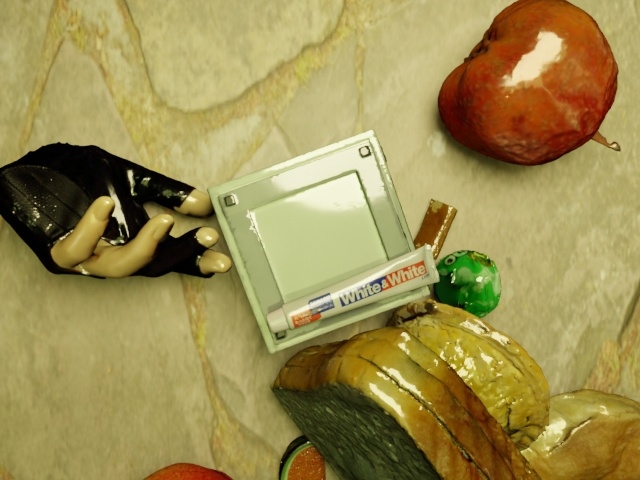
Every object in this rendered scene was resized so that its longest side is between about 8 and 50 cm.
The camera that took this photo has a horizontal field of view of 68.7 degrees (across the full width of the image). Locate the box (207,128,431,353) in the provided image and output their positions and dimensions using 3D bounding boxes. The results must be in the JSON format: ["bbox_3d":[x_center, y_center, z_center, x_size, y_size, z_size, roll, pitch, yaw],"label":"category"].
[{"bbox_3d":[0.000,0.000,0.635,0.225,0.117,0.224,-21,93,-2],"label":"box"}]

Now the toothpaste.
[{"bbox_3d":[0.041,0.062,0.570,0.218,0.033,0.052,-20,99,-8],"label":"toothpaste"}]

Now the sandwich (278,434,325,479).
[{"bbox_3d":[-0.027,0.336,0.694,0.070,0.026,0.101,0,95,-7],"label":"sandwich"}]

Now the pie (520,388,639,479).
[{"bbox_3d":[0.387,0.375,0.686,0.340,0.083,0.339,0,96,-2],"label":"pie"}]

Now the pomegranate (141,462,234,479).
[{"bbox_3d":[-0.189,0.400,0.602,0.235,0.210,0.210,-10,93,29],"label":"pomegranate"}]

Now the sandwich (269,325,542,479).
[{"bbox_3d":[0.081,0.238,0.562,0.271,0.301,0.099,48,60,-4],"label":"sandwich"}]

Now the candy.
[{"bbox_3d":[0.221,0.172,0.685,0.097,0.097,0.323,-7,101,-3],"label":"candy"}]

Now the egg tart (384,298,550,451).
[{"bbox_3d":[0.168,0.190,0.607,0.106,0.241,0.241,-38,94,-35],"label":"egg tart"}]

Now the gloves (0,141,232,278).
[{"bbox_3d":[-0.249,-0.028,0.602,0.301,0.197,0.152,17,132,18],"label":"gloves"}]

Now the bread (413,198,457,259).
[{"bbox_3d":[0.167,-0.016,0.682,0.036,0.047,0.083,21,93,-34],"label":"bread"}]

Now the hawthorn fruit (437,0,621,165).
[{"bbox_3d":[0.294,-0.182,0.615,0.243,0.207,0.207,34,90,-8],"label":"hawthorn fruit"}]
